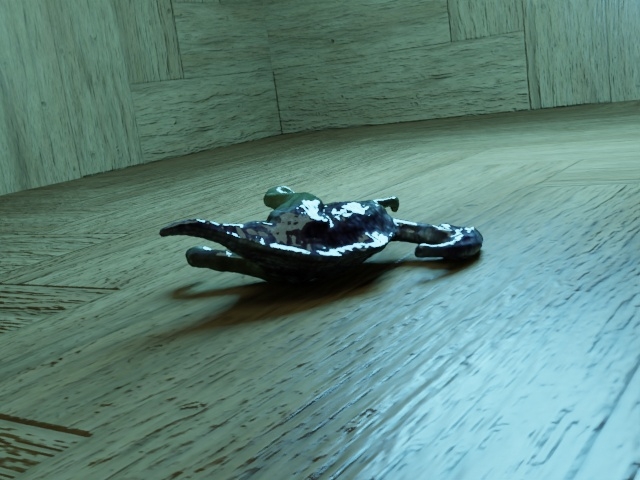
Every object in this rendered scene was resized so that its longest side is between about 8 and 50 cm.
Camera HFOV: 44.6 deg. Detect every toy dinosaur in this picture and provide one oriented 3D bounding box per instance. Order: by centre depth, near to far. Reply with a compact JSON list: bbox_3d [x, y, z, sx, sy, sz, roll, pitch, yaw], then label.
[{"bbox_3d":[0.001,-0.008,0.707,0.294,0.077,0.162,-10,12,-16],"label":"toy dinosaur"}]
